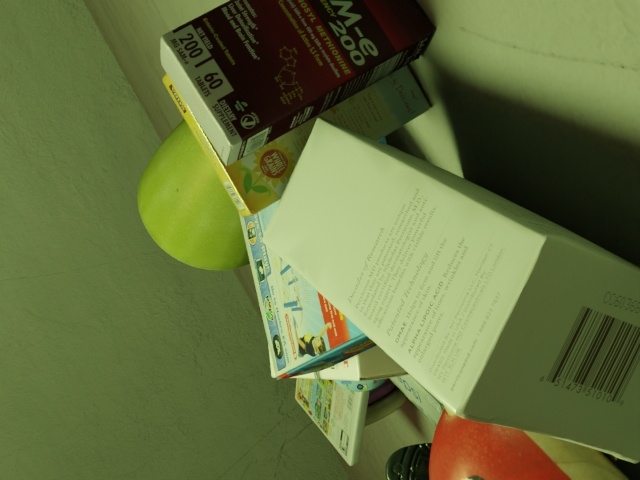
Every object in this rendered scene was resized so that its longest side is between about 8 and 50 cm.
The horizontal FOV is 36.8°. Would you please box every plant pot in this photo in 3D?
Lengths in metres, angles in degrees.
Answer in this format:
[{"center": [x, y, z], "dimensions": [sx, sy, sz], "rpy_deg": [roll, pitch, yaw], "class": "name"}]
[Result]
[{"center": [-0.160, -0.132, 1.662], "dimensions": [0.275, 0.274, 0.293], "rpy_deg": [56, 151, 12], "class": "plant pot"}]

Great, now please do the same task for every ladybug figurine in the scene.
[{"center": [0.281, 0.369, 1.166], "dimensions": [0.449, 0.162, 0.305], "rpy_deg": [50, 155, 1], "class": "ladybug figurine"}]

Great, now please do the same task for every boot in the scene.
[{"center": [0.204, 0.363, 1.458], "dimensions": [0.207, 0.246, 0.094], "rpy_deg": [114, 157, -72], "class": "boot"}]

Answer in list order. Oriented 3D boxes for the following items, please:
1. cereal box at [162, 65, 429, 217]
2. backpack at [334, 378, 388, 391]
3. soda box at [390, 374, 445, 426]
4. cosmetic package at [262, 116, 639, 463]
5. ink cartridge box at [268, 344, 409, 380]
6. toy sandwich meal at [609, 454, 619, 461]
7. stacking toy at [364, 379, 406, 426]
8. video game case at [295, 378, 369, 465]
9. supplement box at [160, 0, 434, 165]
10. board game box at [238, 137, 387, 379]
[{"center": [-0.022, -0.157, 1.029], "dimensions": [0.173, 0.240, 0.047], "rpy_deg": [61, 163, -7], "class": "cereal box"}, {"center": [0.059, 0.182, 1.740], "dimensions": [0.173, 0.158, 0.117], "rpy_deg": [35, 139, 29], "class": "backpack"}, {"center": [0.152, 0.179, 1.484], "dimensions": [0.286, 0.098, 0.091], "rpy_deg": [43, 160, 51], "class": "soda box"}, {"center": [0.129, 0.027, 0.888], "dimensions": [0.217, 0.156, 0.385], "rpy_deg": [20, -172, -30], "class": "cosmetic package"}, {"center": [0.024, 0.106, 1.457], "dimensions": [0.273, 0.114, 0.198], "rpy_deg": [-12, 83, 59], "class": "ink cartridge box"}, {"center": [0.317, 0.209, 1.081], "dimensions": [0.085, 0.029, 0.085], "rpy_deg": [54, 167, 19], "class": "toy sandwich meal"}, {"center": [0.041, 0.202, 1.920], "dimensions": [0.330, 0.141, 0.141], "rpy_deg": [63, 167, 0], "class": "stacking toy"}, {"center": [0.020, 0.294, 1.871], "dimensions": [0.206, 0.026, 0.227], "rpy_deg": [45, 143, 39], "class": "video game case"}, {"center": [-0.023, -0.191, 0.954], "dimensions": [0.130, 0.239, 0.073], "rpy_deg": [57, 165, 5], "class": "supplement box"}, {"center": [0.000, 0.000, 1.258], "dimensions": [0.302, 0.086, 0.308], "rpy_deg": [-36, 64, 60], "class": "board game box"}]
